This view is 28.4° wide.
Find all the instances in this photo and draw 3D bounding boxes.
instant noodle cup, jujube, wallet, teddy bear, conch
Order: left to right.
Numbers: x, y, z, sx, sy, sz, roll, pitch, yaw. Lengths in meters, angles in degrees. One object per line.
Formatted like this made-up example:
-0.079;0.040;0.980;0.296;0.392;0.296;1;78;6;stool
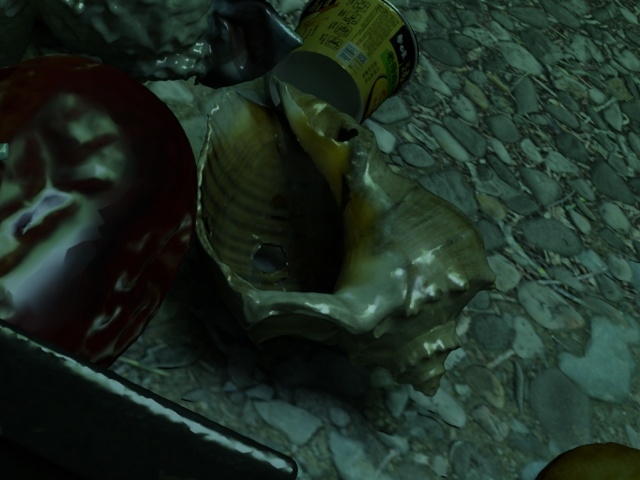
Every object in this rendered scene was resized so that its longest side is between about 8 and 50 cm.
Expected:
-0.190;0.148;0.842;0.321;0.170;0.044;27;25;-12;wallet
-0.219;-0.006;0.974;0.223;0.223;0.318;29;45;-9;jujube
-0.239;-0.296;1.146;0.362;0.327;0.375;-3;39;-27;teddy bear
-0.003;0.009;1.128;0.263;0.186;0.324;-10;48;-42;conch
0.018;-0.192;1.404;0.151;0.151;0.122;37;45;1;instant noodle cup

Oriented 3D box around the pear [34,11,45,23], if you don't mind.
-0.258;-0.304;1.312;0.216;0.166;0.180;23;39;34;pear

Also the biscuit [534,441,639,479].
0.316;0.322;1.154;0.318;0.040;0.318;22;39;-19;biscuit

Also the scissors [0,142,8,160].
-0.408;-0.034;0.852;0.383;0.029;0.256;-2;42;0;scissors
